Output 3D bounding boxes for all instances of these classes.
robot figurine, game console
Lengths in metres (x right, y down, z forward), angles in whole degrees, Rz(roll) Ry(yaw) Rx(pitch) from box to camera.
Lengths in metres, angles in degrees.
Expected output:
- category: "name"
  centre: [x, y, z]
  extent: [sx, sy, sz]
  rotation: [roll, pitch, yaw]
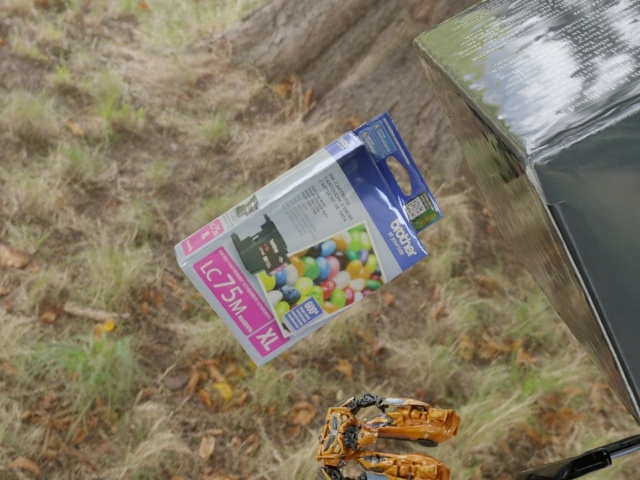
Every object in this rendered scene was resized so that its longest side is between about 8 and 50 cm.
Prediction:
- category: "robot figurine"
  centre: [0.116, 0.386, 1.564]
  extent: [0.085, 0.291, 0.211]
  rotation: [50, 47, -45]
- category: "game console"
  centre: [0.601, 0.474, 1.771]
  extent: [0.361, 0.213, 0.044]
  rotation: [-11, 72, -23]

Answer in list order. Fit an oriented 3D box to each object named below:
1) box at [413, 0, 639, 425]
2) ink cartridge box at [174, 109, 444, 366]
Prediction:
- category: "box"
  centre: [0.275, -0.073, 0.776]
  extent: [0.293, 0.212, 0.395]
  rotation: [59, 8, -26]
- category: "ink cartridge box"
  centre: [0.000, 0.000, 1.005]
  extent: [0.186, 0.311, 0.065]
  rotation: [57, -3, -29]
